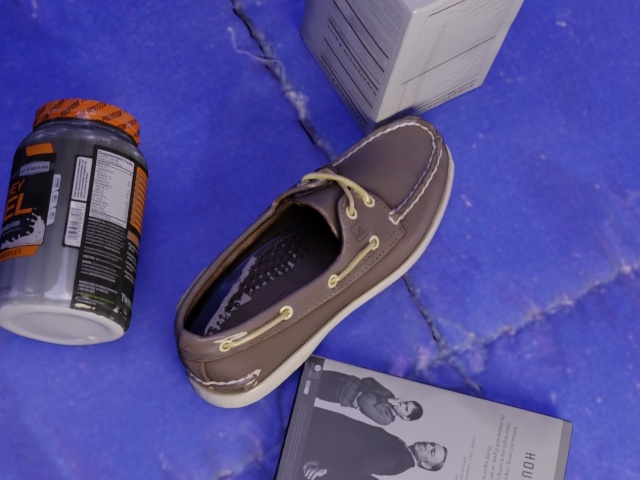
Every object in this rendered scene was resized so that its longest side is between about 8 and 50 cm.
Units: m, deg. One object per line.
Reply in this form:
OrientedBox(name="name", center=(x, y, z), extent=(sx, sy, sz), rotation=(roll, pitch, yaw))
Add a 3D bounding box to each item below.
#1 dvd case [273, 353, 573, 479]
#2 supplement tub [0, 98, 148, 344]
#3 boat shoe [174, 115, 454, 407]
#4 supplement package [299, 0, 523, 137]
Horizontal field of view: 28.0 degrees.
OrientedBox(name="dvd case", center=(0.081, 0.209, 1.079), extent=(0.238, 0.029, 0.179), rotation=(15, 69, -1))
OrientedBox(name="supplement tub", center=(-0.209, -0.016, 1.085), extent=(0.117, 0.117, 0.190), rotation=(5, 69, -4))
OrientedBox(name="boat shoe", center=(0.000, 0.000, 1.102), extent=(0.116, 0.097, 0.324), rotation=(35, 69, 28))
OrientedBox(name="supplement package", center=(0.080, -0.214, 1.121), extent=(0.139, 0.244, 0.134), rotation=(-28, 76, -16))
